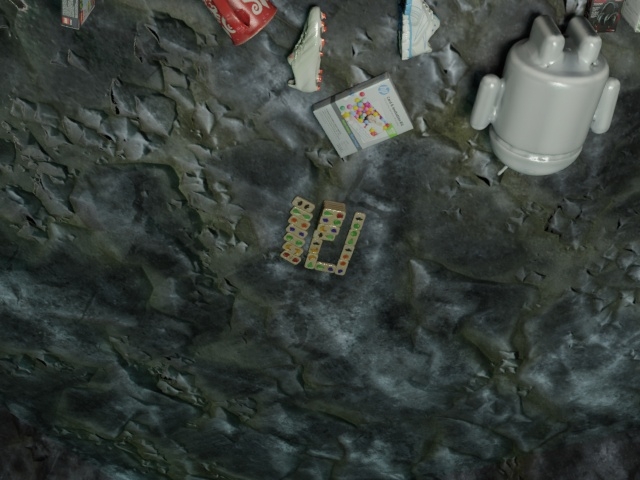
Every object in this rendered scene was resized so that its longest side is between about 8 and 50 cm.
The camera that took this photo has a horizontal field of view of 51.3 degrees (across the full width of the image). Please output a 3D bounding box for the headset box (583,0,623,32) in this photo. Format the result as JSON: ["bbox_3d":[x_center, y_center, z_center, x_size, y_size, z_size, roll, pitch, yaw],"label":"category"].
[{"bbox_3d":[0.565,-0.461,1.334,0.062,0.032,0.083,-1,134,3],"label":"headset box"}]

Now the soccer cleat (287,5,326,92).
[{"bbox_3d":[-0.031,-0.396,1.398,0.076,0.068,0.196,7,135,0],"label":"soccer cleat"}]

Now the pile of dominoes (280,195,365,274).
[{"bbox_3d":[0.000,0.000,1.777,0.196,0.040,0.251,10,132,-7],"label":"pile of dominoes"}]

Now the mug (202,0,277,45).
[{"bbox_3d":[-0.173,-0.478,1.281,0.113,0.150,0.169,-45,118,-5],"label":"mug"}]

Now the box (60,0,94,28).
[{"bbox_3d":[-0.459,-0.522,1.264,0.036,0.114,0.207,11,132,-8],"label":"box"}]

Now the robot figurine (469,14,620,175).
[{"bbox_3d":[0.468,-0.282,1.389,0.300,0.199,0.353,4,132,0],"label":"robot figurine"}]

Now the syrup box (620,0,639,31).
[{"bbox_3d":[0.646,-0.517,1.236,0.093,0.096,0.236,-2,132,2],"label":"syrup box"}]

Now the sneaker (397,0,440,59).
[{"bbox_3d":[0.199,-0.456,1.339,0.083,0.071,0.190,-7,141,0],"label":"sneaker"}]

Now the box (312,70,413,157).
[{"bbox_3d":[0.098,-0.282,1.515,0.186,0.038,0.145,-20,129,18],"label":"box"}]
